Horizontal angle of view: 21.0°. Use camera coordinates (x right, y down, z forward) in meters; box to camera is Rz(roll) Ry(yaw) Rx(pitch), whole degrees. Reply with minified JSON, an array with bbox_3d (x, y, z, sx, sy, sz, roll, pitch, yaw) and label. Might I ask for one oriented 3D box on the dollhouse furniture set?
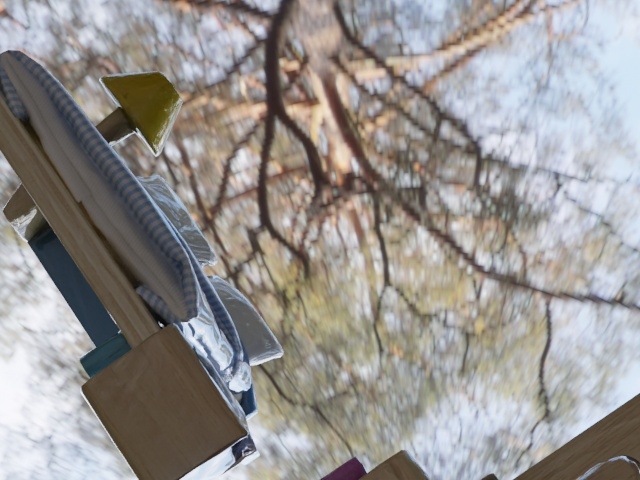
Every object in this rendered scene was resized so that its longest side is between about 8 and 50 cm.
[{"bbox_3d":[0.000,0.000,0.647,0.198,0.286,0.303,-34,-106,-6],"label":"dollhouse furniture set"}]
